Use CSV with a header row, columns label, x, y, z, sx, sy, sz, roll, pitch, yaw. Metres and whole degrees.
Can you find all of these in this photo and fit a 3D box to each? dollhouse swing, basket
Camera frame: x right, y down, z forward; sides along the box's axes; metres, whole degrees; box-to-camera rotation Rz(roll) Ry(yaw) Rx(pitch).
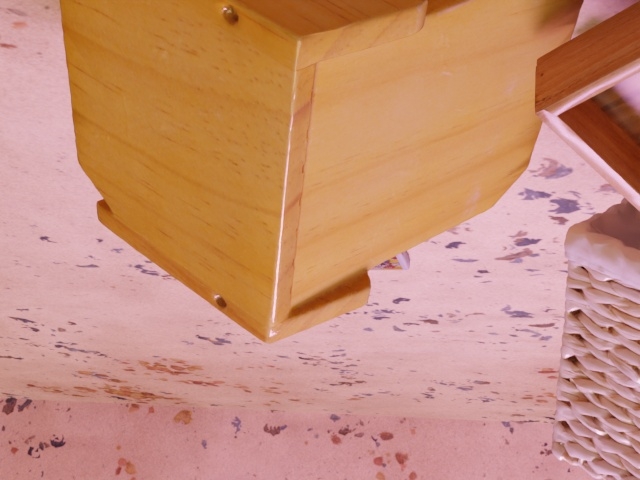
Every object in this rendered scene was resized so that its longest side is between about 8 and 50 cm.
label,x,y,z,sx,sy,sz,roll,pitch,yaw
dollhouse swing,-0.001,-0.142,0.930,0.315,0.305,0.346,34,144,22
basket,0.444,0.104,1.030,0.331,0.266,0.328,-24,-144,-39

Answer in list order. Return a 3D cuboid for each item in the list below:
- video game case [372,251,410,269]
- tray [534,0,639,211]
label,x,y,z,sx,sy,sz,roll,pitch,yaw
video game case,0.000,0.000,1.528,0.227,0.026,0.206,-1,159,15
tray,0.386,-0.149,0.776,0.203,0.076,0.411,35,137,-30
